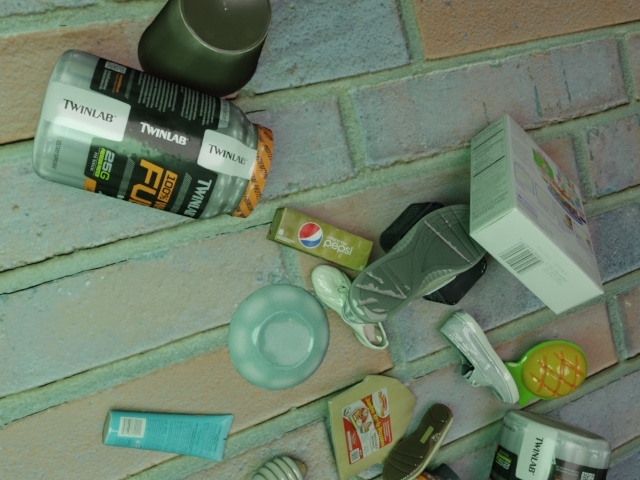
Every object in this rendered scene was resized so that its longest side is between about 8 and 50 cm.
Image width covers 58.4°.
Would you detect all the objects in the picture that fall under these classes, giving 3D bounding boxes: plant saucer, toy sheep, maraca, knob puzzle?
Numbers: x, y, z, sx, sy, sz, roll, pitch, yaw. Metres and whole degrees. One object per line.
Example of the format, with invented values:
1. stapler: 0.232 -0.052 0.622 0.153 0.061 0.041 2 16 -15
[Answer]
1. plant saucer: -0.067 0.176 1.024 0.195 0.037 0.194 -1 92 -22
2. toy sheep: -0.076 0.428 1.000 0.132 0.091 0.091 -25 100 -37
3. maraca: 0.468 0.279 1.204 0.186 0.099 0.127 -23 94 7
4. knob puzzle: 0.100 0.338 1.093 0.213 0.030 0.213 -6 102 -32

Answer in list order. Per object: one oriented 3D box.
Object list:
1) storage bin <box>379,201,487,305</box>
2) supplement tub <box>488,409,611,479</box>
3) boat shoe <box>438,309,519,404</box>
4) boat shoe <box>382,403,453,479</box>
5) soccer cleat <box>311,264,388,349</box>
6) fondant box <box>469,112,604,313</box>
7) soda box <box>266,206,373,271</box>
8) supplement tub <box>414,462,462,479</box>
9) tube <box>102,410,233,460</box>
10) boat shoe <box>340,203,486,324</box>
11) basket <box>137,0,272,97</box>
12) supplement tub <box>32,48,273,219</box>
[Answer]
1. storage bin: 0.218 0.024 1.106 0.122 0.084 0.180 -45 106 -14
2. supplement tub: 0.432 0.528 1.132 0.207 0.207 0.337 17 84 -21
3. boat shoe: 0.314 0.249 1.158 0.081 0.079 0.227 -35 98 -8
4. boat shoe: 0.199 0.411 1.117 0.190 0.068 0.072 -42 136 -16
5. soccer cleat: 0.059 0.121 1.050 0.068 0.076 0.196 -42 105 -15
6. fondant box: 0.392 -0.060 1.068 0.238 0.096 0.330 39 39 -17
7. soda box: 0.000 0.000 1.035 0.181 0.058 0.061 21 83 -21
8. supplement tub: 0.186 0.516 1.093 0.198 0.106 0.106 -35 103 -17
9. tube: -0.251 0.320 0.953 0.207 0.052 0.080 16 90 -26
10. boat shoe: 0.170 0.042 1.000 0.320 0.103 0.118 -35 84 -23
11. basket: -0.164 -0.316 0.875 0.205 0.227 0.154 -8 94 -21
12. supplement tub: -0.244 -0.145 0.866 0.316 0.194 0.193 14 86 -20
